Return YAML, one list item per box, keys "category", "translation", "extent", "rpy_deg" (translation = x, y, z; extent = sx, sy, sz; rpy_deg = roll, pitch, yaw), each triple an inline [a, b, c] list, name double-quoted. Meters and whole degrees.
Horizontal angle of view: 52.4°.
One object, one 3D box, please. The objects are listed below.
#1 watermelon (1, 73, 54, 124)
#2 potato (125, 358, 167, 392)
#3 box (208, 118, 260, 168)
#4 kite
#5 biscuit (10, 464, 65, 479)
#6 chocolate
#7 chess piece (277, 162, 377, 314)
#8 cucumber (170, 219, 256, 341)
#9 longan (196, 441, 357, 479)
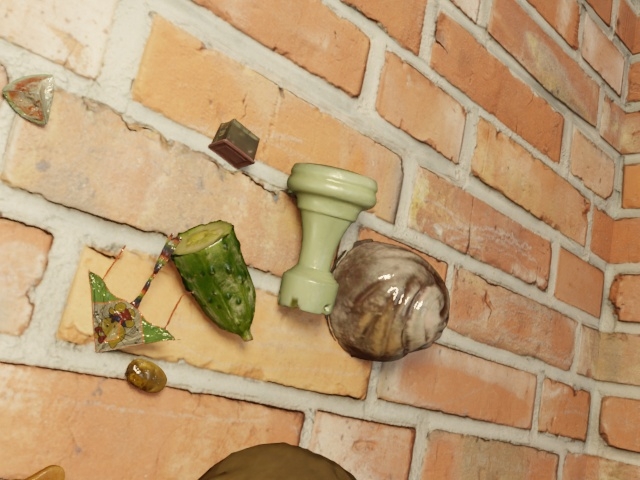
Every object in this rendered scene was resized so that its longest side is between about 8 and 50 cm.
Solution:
- category: "watermelon"
  translation: [-0.448, -0.234, 1.030]
  extent: [0.085, 0.061, 0.085]
  rpy_deg: [-6, 101, -36]
- category: "potato"
  translation: [-0.310, 0.242, 1.162]
  extent: [0.083, 0.040, 0.051]
  rpy_deg: [38, 70, -34]
- category: "box"
  translation: [-0.168, -0.193, 1.294]
  extent: [0.084, 0.060, 0.063]
  rpy_deg: [36, 58, -36]
- category: "kite"
  translation: [-0.310, 0.097, 1.126]
  extent: [0.198, 0.006, 0.244]
  rpy_deg: [37, 86, -9]
- category: "biscuit"
  translation: [-0.449, 0.419, 1.043]
  extent: [0.140, 0.023, 0.118]
  rpy_deg: [37, 65, -35]
- category: "chocolate"
  translation: [0.184, 0.141, 1.507]
  extent: [0.303, 0.213, 0.303]
  rpy_deg: [-1, 91, -42]
- category: "chess piece"
  translation: [0.000, 0.000, 1.372]
  extent: [0.194, 0.194, 0.299]
  rpy_deg: [14, 89, -42]
- category: "cucumber"
  translation: [-0.183, 0.089, 1.233]
  extent: [0.134, 0.134, 0.245]
  rpy_deg: [-37, 116, -37]
- category: "longan"
  translation: [-0.067, 0.586, 1.152]
  extent: [0.404, 0.404, 0.436]
  rpy_deg: [-26, 103, -40]
